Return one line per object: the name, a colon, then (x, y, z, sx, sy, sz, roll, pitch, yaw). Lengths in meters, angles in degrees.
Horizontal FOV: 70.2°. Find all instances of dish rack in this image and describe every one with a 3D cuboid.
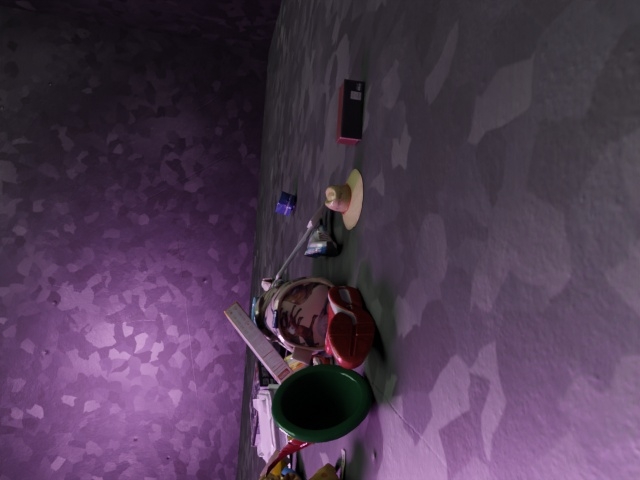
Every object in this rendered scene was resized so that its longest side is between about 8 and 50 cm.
dish rack: (-0.176, 0.648, 1.577, 0.333, 0.072, 0.286, 131, 134, -67)

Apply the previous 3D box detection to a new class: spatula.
spatula: (-0.057, 0.011, 1.196, 0.242, 0.019, 0.168, -55, 1, -19)

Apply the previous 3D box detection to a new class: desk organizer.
desk organizer: (0.064, -0.280, 1.002, 0.050, 0.047, 0.130, 161, 113, -78)

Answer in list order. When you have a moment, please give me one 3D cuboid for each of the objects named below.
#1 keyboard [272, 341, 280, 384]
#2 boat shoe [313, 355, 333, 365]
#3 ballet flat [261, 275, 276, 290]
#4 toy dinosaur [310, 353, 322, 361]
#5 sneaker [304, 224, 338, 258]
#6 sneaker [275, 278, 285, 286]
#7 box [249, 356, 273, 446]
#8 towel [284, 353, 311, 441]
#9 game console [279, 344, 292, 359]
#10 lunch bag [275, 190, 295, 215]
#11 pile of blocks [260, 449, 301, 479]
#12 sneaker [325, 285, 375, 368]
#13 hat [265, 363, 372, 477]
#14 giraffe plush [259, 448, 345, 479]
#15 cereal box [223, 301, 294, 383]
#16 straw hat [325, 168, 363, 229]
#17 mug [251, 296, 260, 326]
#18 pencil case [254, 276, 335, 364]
keyboard: (-0.152, 0.472, 1.704, 0.317, 0.033, 0.202, -106, 26, -59)
boat shoe: (0.005, 0.336, 1.044, 0.049, 0.043, 0.137, 144, 128, -71)
ballet flat: (-0.207, 0.189, 1.928, 0.221, 0.079, 0.077, -169, 83, -77)
toy dinosaur: (-0.026, 0.304, 1.200, 0.090, 0.047, 0.082, -123, 20, -53)
sneaker: (0.000, 0.000, 1.135, 0.190, 0.071, 0.083, 168, 112, -76)
sneaker: (-0.163, 0.235, 1.753, 0.075, 0.063, 0.171, -177, 97, -83)
box: (-0.249, 0.671, 1.943, 0.242, 0.076, 0.308, -117, 35, -67)
towel: (-0.057, 0.413, 1.237, 0.102, 0.021, 0.237, -38, 41, 32)
game console: (-0.088, 0.390, 1.429, 0.361, 0.043, 0.213, -107, 23, -59)
lunch bag: (-0.129, -0.141, 1.745, 0.098, 0.065, 0.067, 124, 164, -67)
pile of blocks: (-0.083, 0.730, 1.209, 0.113, 0.149, 0.362, 54, -166, -22)
sneaker: (0.052, 0.191, 0.854, 0.221, 0.087, 0.128, -84, -4, -64)
hat: (0.006, 0.354, 0.846, 0.173, 0.208, 0.184, -40, -53, -44)
giraffe plush: (-0.036, 0.516, 0.871, 0.181, 0.170, 0.210, 119, 152, -61)
cereal box: (-0.153, 0.284, 1.203, 0.240, 0.047, 0.173, 46, 163, 18)
straw hat: (0.042, -0.093, 0.995, 0.144, 0.061, 0.145, -176, 90, -77)
mug: (-0.252, 0.331, 2.029, 0.129, 0.097, 0.158, -140, 55, -74)
pencil case: (-0.071, 0.191, 1.154, 0.184, 0.159, 0.410, -61, 9, -14)
